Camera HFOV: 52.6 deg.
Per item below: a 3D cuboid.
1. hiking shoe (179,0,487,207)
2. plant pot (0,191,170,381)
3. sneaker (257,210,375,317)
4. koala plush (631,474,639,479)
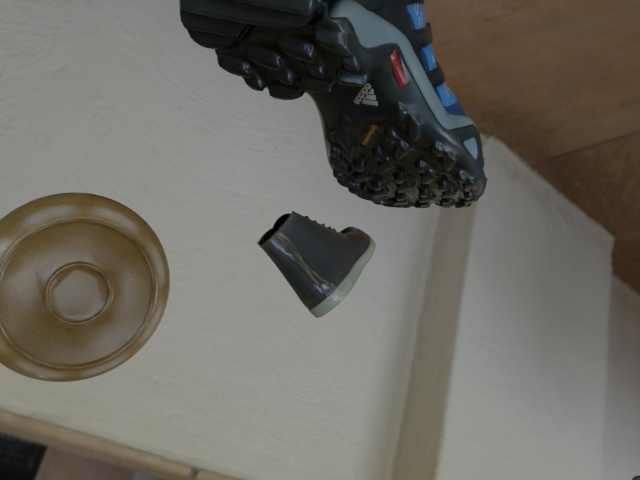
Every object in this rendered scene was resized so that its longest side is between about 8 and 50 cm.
[{"bbox_3d":[0.044,-0.119,0.421,0.113,0.132,0.304,3,160,30],"label":"hiking shoe"},{"bbox_3d":[-0.292,0.061,0.776,0.236,0.236,0.032,30,173,-31],"label":"plant pot"},{"bbox_3d":[0.000,0.000,0.832,0.083,0.222,0.118,-38,97,19],"label":"sneaker"},{"bbox_3d":[0.219,0.238,0.303,0.196,0.221,0.203,32,130,-15],"label":"koala plush"}]
